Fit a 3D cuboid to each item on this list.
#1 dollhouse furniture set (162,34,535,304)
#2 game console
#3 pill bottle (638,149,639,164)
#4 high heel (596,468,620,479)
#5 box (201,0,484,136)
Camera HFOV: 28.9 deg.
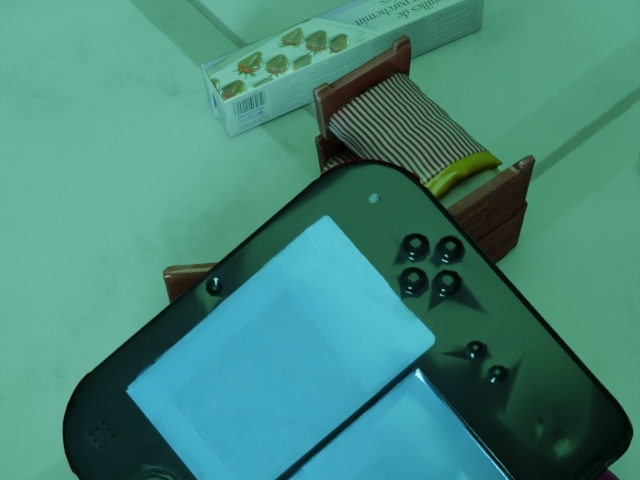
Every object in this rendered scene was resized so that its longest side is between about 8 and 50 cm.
[{"bbox_3d":[0.000,0.000,1.180,0.374,0.152,0.201,-35,62,-18],"label":"dollhouse furniture set"},{"bbox_3d":[0.010,0.157,1.043,0.386,0.060,0.342,-40,74,-1],"label":"game console"},{"bbox_3d":[0.374,-0.090,1.284,0.083,0.043,0.043,-13,58,-6],"label":"pill bottle"},{"bbox_3d":[0.324,0.260,1.044,0.244,0.082,0.117,8,67,23],"label":"high heel"},{"bbox_3d":[0.027,-0.214,1.369,0.324,0.067,0.063,-25,60,-12],"label":"box"}]
